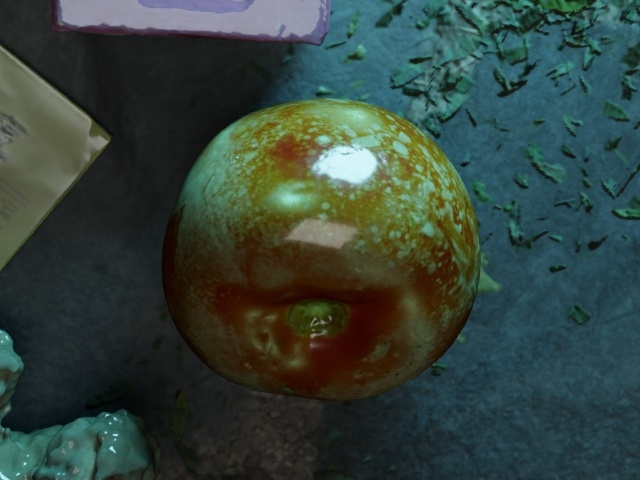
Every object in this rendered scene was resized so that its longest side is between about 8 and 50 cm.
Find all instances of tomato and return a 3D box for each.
[{"bbox_3d":[0.000,0.000,1.122,0.270,0.222,0.270,3,133,3],"label":"tomato"}]

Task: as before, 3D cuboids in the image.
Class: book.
[{"bbox_3d":[-0.308,-0.075,1.174,0.168,0.013,0.192,40,101,-16],"label":"book"}]

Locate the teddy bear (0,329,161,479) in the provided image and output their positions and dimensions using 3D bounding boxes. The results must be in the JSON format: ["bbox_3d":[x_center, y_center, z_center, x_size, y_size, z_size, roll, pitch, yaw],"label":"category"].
[{"bbox_3d":[-0.377,0.221,1.170,0.367,0.224,0.357,36,88,-13],"label":"teddy bear"}]

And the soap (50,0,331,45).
[{"bbox_3d":[-0.098,-0.341,1.049,0.233,0.128,0.359,2,107,-6],"label":"soap"}]
